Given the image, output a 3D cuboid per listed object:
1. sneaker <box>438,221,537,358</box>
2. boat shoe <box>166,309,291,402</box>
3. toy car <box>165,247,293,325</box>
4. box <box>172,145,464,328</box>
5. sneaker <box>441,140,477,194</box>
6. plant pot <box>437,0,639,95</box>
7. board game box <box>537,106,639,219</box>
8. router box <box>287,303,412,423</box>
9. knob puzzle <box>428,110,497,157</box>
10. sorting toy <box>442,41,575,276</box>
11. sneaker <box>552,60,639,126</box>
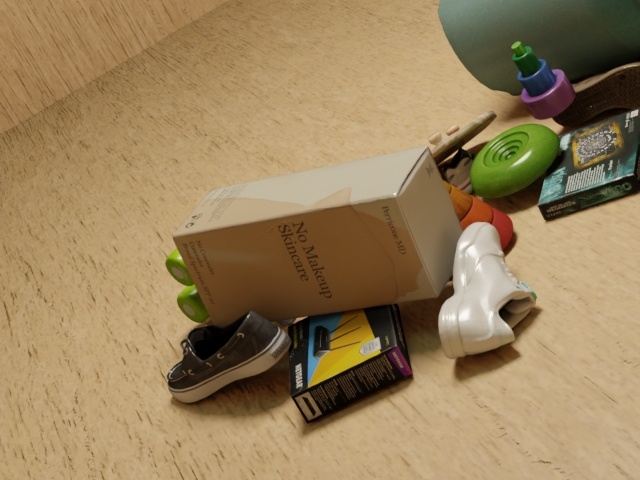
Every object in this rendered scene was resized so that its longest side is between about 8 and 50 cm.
[{"bbox_3d":[0.195,0.054,1.646,0.094,0.080,0.212,-7,35,20],"label":"sneaker"},{"bbox_3d":[-0.129,0.134,1.791,0.228,0.076,0.080,-22,27,52],"label":"boat shoe"},{"bbox_3d":[-0.081,0.046,1.969,0.188,0.149,0.155,26,57,30],"label":"toy car"},{"bbox_3d":[0.000,0.000,1.759,0.311,0.148,0.121,-11,25,31],"label":"box"},{"bbox_3d":[0.207,-0.107,1.973,0.098,0.069,0.038,-31,22,-5],"label":"sneaker"},{"bbox_3d":[0.360,-0.369,2.062,0.334,0.341,0.341,-19,22,43],"label":"plant pot"},{"bbox_3d":[0.341,-0.097,1.845,0.126,0.026,0.186,-18,24,26],"label":"board game box"},{"bbox_3d":[0.030,0.125,1.706,0.133,0.046,0.179,-26,21,8],"label":"router box"},{"bbox_3d":[0.165,-0.129,2.033,0.213,0.030,0.213,-37,-4,-3],"label":"knob puzzle"},{"bbox_3d":[0.207,-0.120,1.863,0.127,0.126,0.365,-9,38,46],"label":"sorting toy"},{"bbox_3d":[0.394,-0.208,1.973,0.188,0.066,0.071,-14,25,33],"label":"sneaker"}]
